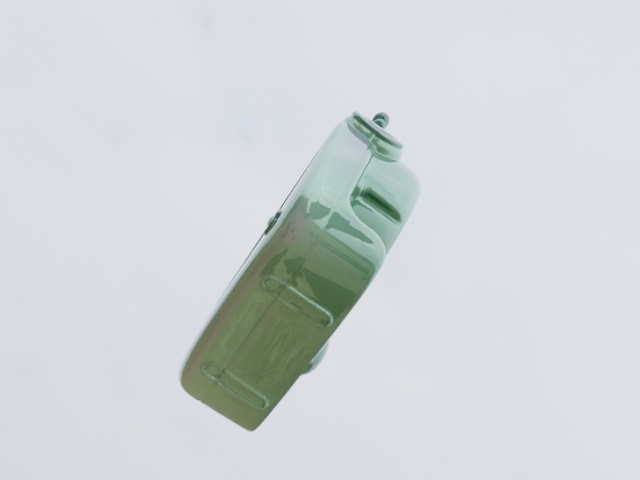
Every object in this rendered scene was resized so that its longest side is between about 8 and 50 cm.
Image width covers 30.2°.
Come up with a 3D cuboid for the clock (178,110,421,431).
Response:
[{"bbox_3d":[0.000,0.000,0.699,0.066,0.211,0.159,34,-52,-3],"label":"clock"}]
